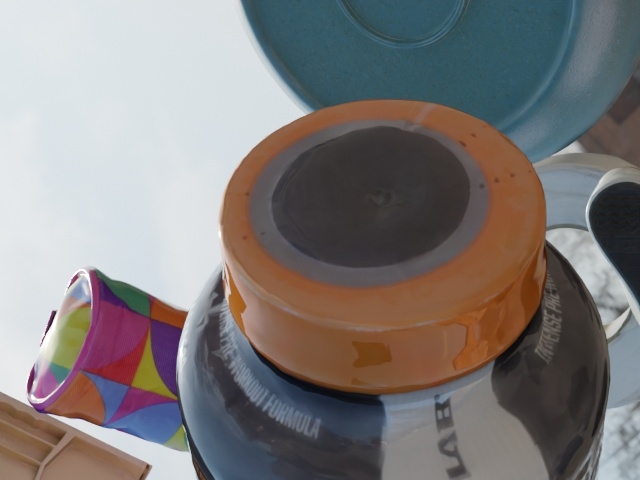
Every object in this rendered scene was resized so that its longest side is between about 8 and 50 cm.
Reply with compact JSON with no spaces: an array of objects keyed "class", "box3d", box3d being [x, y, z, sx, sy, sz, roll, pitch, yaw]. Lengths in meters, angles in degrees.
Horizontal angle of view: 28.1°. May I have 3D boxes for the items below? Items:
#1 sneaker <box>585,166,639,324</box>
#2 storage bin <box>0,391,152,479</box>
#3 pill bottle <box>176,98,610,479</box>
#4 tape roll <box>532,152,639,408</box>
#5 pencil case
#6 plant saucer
[{"class":"sneaker","box3d":[0.344,0.057,1.204,0.290,0.106,0.123,65,-159,-9]},{"class":"storage bin","box3d":[-0.304,0.238,0.933,0.260,0.262,0.123,27,-163,-4]},{"class":"pill bottle","box3d":[0.025,0.073,0.418,0.245,0.130,0.130,83,161,-46]},{"class":"tape roll","box3d":[0.287,0.047,1.444,0.286,0.286,0.100,46,-158,6]},{"class":"pencil case","box3d":[-0.065,0.096,0.813,0.236,0.104,0.104,25,-157,-29]},{"class":"plant saucer","box3d":[0.057,-0.178,0.830,0.317,0.317,0.044,45,-138,2]}]
